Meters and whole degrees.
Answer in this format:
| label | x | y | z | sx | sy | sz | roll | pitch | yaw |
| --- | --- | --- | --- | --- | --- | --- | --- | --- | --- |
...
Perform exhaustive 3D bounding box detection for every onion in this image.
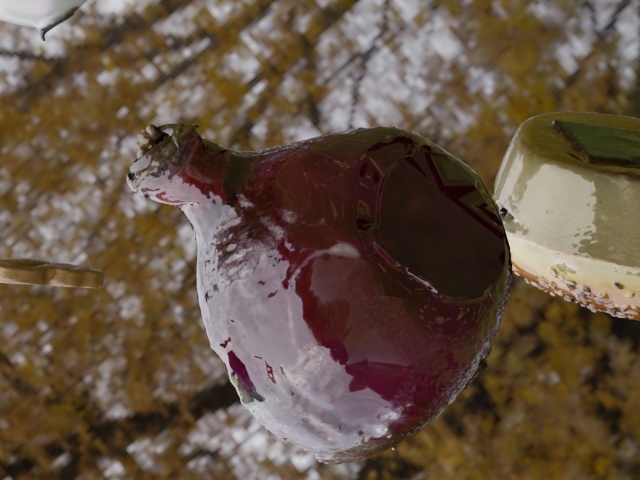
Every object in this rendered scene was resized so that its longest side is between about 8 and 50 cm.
| label | x | y | z | sx | sy | sz | roll | pitch | yaw |
| --- | --- | --- | --- | --- | --- | --- | --- | --- | --- |
| onion | 0.000 | 0.000 | 0.913 | 0.218 | 0.140 | 0.195 | 42 | -145 | -4 |

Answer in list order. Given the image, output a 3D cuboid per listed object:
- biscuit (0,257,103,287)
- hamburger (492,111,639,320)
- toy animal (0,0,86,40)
| label | x | y | z | sx | sy | sz | roll | pitch | yaw |
| --- | --- | --- | --- | --- | --- | --- | --- | --- | --- |
| biscuit | -0.373 | 0.035 | 2.034 | 0.144 | 0.236 | 0.040 | -112 | 23 | -83 |
| hamburger | 0.310 | -0.017 | 1.729 | 0.300 | 0.176 | 0.300 | 10 | -164 | -3 |
| toy animal | -0.331 | -0.361 | 1.775 | 0.310 | 0.250 | 0.251 | 70 | -177 | -47 |
